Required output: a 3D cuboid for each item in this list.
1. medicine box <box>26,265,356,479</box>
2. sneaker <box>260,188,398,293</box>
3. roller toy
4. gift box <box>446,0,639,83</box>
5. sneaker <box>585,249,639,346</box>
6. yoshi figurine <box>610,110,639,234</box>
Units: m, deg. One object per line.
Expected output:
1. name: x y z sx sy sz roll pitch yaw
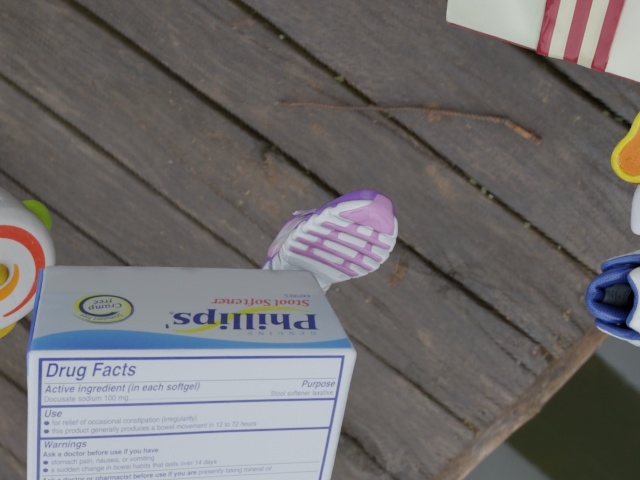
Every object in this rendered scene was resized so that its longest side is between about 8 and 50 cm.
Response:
1. medicine box: -0.132 0.183 0.746 0.263 0.149 0.289 2 114 -17
2. sneaker: 0.000 0.000 0.872 0.095 0.105 0.236 29 140 -17
3. roller toy: -0.475 0.026 1.103 0.146 0.191 0.209 30 89 39
4. gift box: 0.246 -0.305 0.594 0.255 0.276 0.258 21 142 20
5. sneaker: 0.303 0.044 0.727 0.130 0.296 0.112 4 85 7
6. yoshi figurine: 0.509 -0.106 0.991 0.203 0.362 0.204 3 94 35
